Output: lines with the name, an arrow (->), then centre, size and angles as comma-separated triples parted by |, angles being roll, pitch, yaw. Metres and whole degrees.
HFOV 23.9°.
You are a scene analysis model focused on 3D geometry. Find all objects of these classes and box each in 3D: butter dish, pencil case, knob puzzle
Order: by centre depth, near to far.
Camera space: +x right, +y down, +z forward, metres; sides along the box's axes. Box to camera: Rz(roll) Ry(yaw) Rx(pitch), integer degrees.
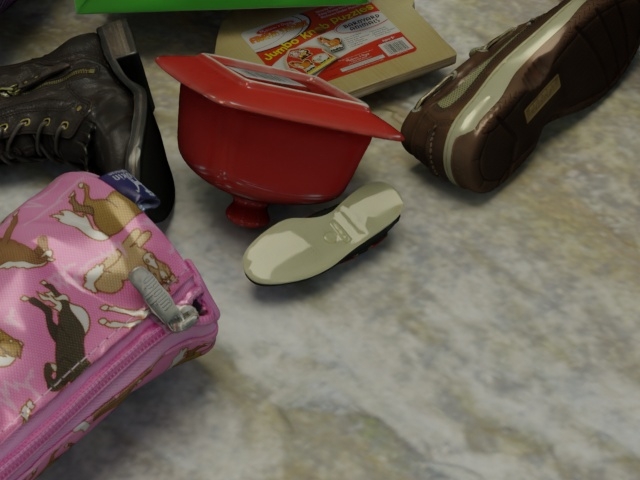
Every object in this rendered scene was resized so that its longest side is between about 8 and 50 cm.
pencil case -> -0.233, 0.115, 0.923 | 0.160, 0.167, 0.386 | 45, 56, 3
butter dish -> -0.043, -0.067, 1.140 | 0.160, 0.118, 0.160 | 8, 15, -27
knob puzzle -> -0.003, -0.172, 1.316 | 0.213, 0.030, 0.213 | -3, 42, 3

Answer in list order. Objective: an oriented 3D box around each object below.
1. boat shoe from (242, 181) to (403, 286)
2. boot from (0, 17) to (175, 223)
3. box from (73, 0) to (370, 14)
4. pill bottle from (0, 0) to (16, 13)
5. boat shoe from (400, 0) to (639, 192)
boat shoe -> 0.001, 0.002, 1.113 | 0.133, 0.042, 0.049 | -28, 74, -22
boot -> -0.243, -0.075, 1.203 | 0.228, 0.091, 0.263 | -16, 38, -4
box -> -0.080, -0.303, 1.362 | 0.261, 0.127, 0.231 | -1, 26, 5
pill bottle -> -0.348, -0.250, 1.285 | 0.181, 0.182, 0.323 | 8, 31, 14
boat shoe -> 0.161, -0.140, 1.219 | 0.095, 0.095, 0.257 | 22, 47, 38
